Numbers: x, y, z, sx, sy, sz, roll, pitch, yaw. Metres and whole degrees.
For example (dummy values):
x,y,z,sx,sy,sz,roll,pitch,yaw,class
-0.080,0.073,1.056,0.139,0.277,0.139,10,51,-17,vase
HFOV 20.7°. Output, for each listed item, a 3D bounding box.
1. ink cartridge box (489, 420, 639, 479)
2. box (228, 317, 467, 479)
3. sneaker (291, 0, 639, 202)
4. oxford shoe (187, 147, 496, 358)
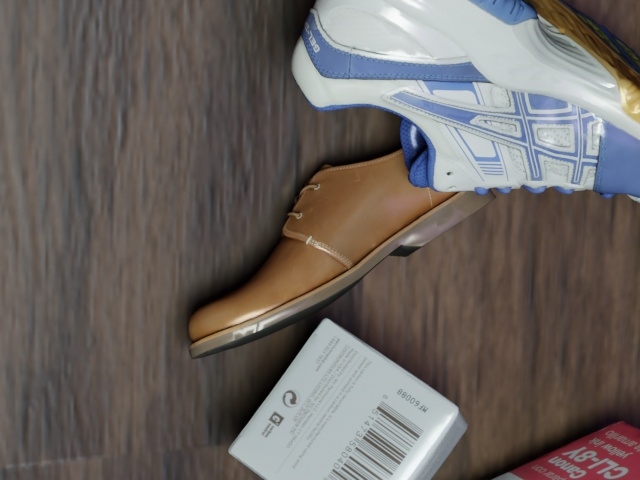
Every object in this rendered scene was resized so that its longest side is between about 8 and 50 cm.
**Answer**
x,y,z,sx,sy,sz,roll,pitch,yaw,class
0.094,0.321,1.078,0.384,0.160,0.279,-22,107,-16,ink cartridge box
0.019,0.118,1.048,0.102,0.087,0.101,35,85,15,box
0.112,-0.077,1.030,0.296,0.112,0.131,30,111,-27,sneaker
0.000,0.000,1.054,0.212,0.076,0.076,-33,90,-19,oxford shoe
